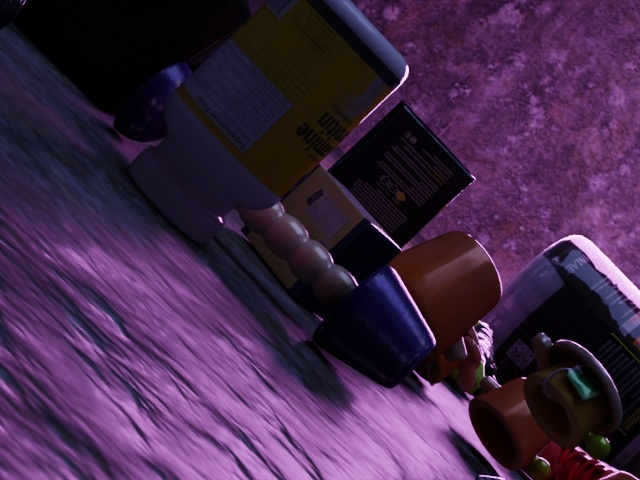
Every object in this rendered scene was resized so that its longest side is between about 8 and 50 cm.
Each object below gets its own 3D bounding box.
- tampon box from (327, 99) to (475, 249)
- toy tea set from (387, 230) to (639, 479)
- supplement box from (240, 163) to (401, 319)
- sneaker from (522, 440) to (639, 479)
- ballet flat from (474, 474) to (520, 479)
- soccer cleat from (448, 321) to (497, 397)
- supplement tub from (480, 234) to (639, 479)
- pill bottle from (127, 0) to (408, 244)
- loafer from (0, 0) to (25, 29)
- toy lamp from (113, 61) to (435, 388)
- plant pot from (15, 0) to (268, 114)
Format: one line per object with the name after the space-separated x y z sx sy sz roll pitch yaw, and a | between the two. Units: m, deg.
0.059 -0.046 1.848 0.101 0.161 0.120 46 6 -5 | tampon box
0.140 0.141 1.547 0.336 0.124 0.200 45 -26 32 | toy tea set
0.000 0.000 1.445 0.083 0.083 0.056 51 6 37 | supplement box
0.229 0.223 1.692 0.128 0.087 0.221 38 -8 3 | sneaker
0.166 0.208 1.415 0.114 0.041 0.041 45 5 -11 | ballet flat
0.154 0.125 1.924 0.072 0.060 0.179 56 12 5 | soccer cleat
0.354 0.175 2.252 0.338 0.207 0.207 48 5 13 | supplement tub
-0.038 -0.086 1.242 0.103 0.184 0.103 46 5 -5 | pill bottle
-0.250 -0.204 1.162 0.170 0.062 0.061 46 10 19 | loafer
-0.028 -0.009 1.324 0.274 0.080 0.080 47 5 6 | toy lamp
-0.134 -0.195 1.423 0.167 0.188 0.187 58 6 5 | plant pot
